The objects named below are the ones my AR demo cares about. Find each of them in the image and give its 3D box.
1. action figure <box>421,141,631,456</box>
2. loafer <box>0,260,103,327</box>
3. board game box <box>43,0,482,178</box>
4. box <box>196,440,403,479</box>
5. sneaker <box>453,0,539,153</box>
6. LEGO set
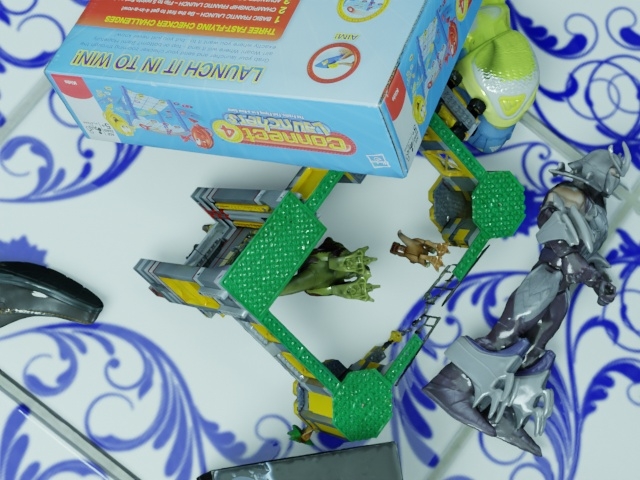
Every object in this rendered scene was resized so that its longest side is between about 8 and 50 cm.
[{"bbox_3d":[0.205,0.041,1.176,0.099,0.185,0.285,26,89,31],"label":"action figure"},{"bbox_3d":[-0.274,0.049,1.154,0.170,0.062,0.061,17,98,-1],"label":"loafer"},{"bbox_3d":[-0.026,-0.209,1.114,0.308,0.086,0.302,9,57,26],"label":"board game box"},{"bbox_3d":[-0.019,0.217,1.088,0.147,0.180,0.078,-7,79,-10],"label":"box"},{"bbox_3d":[0.135,-0.180,1.250,0.091,0.126,0.240,0,48,-9],"label":"sneaker"},{"bbox_3d":[0.000,0.000,1.168,0.255,0.192,0.331,37,74,-29],"label":"LEGO set"}]
